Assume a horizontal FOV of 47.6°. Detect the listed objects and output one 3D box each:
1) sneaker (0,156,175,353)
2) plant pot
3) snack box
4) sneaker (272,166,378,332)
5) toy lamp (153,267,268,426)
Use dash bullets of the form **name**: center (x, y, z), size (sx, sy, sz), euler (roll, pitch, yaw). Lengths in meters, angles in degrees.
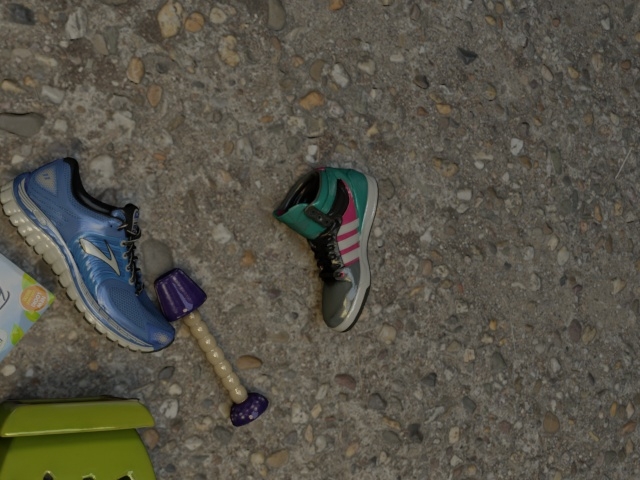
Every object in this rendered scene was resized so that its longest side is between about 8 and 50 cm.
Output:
- **sneaker**: center (-0.310, 0.022, 1.062), size (0.147, 0.130, 0.330), euler (-36, 105, -4)
- **plant pot**: center (-0.347, 0.321, 0.993), size (0.228, 0.227, 0.207), euler (4, 79, -29)
- **snack box**: center (-0.505, 0.105, 1.000), size (0.174, 0.070, 0.207), euler (44, 69, -19)
- **sneaker**: center (0.000, 0.000, 1.254), size (0.178, 0.124, 0.295), euler (17, 71, -32)
- **toy lamp**: center (-0.178, 0.170, 1.174), size (0.080, 0.080, 0.274), euler (-37, 105, -26)
